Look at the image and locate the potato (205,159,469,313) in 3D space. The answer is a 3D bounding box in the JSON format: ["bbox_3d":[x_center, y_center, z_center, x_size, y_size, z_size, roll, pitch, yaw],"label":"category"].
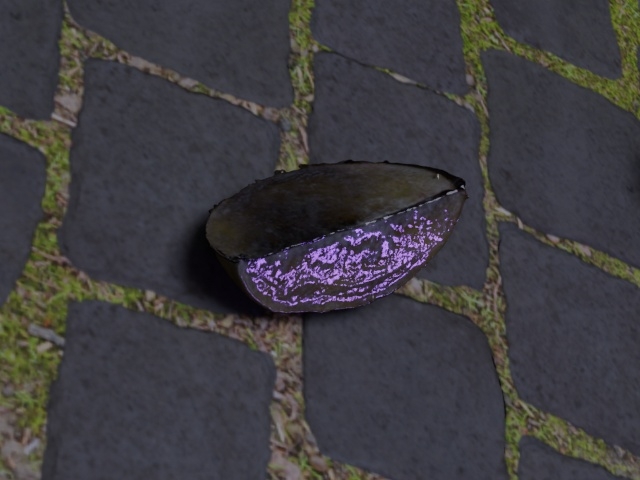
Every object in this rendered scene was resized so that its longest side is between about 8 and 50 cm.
[{"bbox_3d":[-0.002,0.002,1.420,0.261,0.100,0.120,-17,34,-31],"label":"potato"}]
